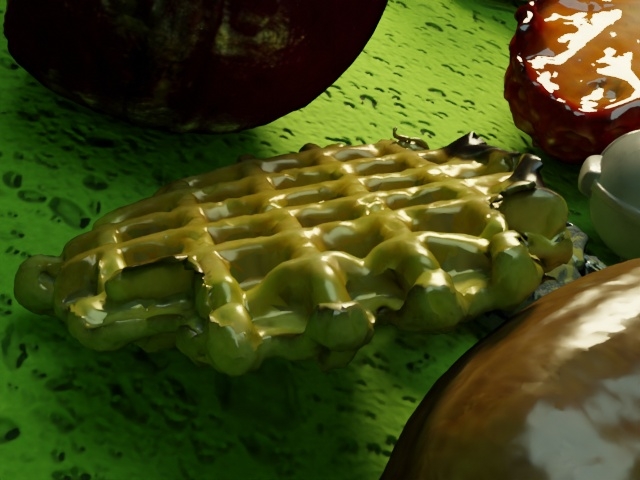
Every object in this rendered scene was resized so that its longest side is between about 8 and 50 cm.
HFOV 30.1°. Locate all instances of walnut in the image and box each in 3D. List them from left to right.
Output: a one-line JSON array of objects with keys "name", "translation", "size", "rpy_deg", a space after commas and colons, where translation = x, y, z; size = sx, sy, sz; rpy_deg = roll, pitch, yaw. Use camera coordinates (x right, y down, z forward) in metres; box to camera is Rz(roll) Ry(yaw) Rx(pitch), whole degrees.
[{"name": "walnut", "translation": [0.132, 0.116, 0.546], "size": [0.336, 0.209, 0.209], "rpy_deg": [-9, 43, -40]}]

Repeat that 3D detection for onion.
[{"name": "onion", "translation": [-0.069, -0.231, 0.857], "size": [0.260, 0.282, 0.337], "rpy_deg": [13, 34, -5]}]

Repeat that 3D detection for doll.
[{"name": "doll", "translation": [0.332, -0.018, 0.899], "size": [0.287, 0.151, 0.151], "rpy_deg": [8, 35, -10]}]

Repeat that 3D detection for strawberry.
[{"name": "strawberry", "translation": [0.285, -0.141, 1.055], "size": [0.336, 0.149, 0.265], "rpy_deg": [-24, 59, -34]}]

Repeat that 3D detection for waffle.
[{"name": "waffle", "translation": [-0.001, -0.003, 0.654], "size": [0.307, 0.060, 0.311], "rpy_deg": [-24, 23, -40]}]

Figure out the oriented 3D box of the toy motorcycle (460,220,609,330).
[{"name": "toy motorcycle", "translation": [0.127, 0.014, 0.812], "size": [0.193, 0.061, 0.124], "rpy_deg": [2, 37, -27]}]
